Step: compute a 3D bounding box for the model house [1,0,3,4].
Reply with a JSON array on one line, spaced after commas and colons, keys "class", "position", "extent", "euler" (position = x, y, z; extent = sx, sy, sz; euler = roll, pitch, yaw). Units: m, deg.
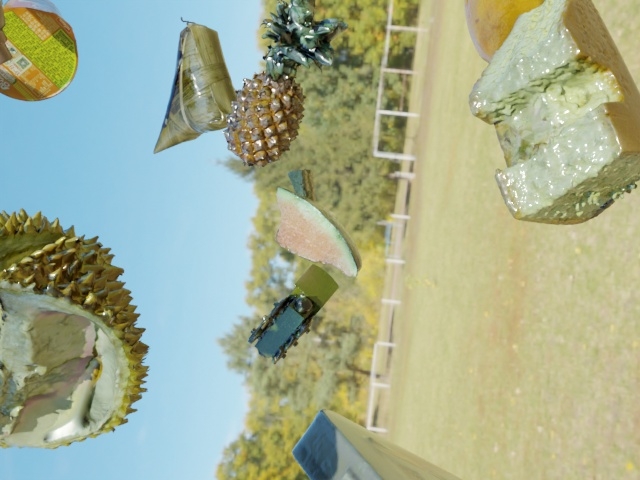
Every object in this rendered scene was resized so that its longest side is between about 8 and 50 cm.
[{"class": "model house", "position": [-0.721, -0.446, 1.319], "extent": [0.194, 0.211, 0.170], "euler": [12, -129, -57]}]

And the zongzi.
[{"class": "zongzi", "position": [-0.256, -0.282, 1.340], "extent": [0.094, 0.205, 0.204], "euler": [-17, -91, -61]}]

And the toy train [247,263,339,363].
[{"class": "toy train", "position": [-0.059, 0.157, 1.487], "extent": [0.137, 0.090, 0.225], "euler": [-48, -2, -43]}]

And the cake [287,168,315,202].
[{"class": "cake", "position": [-0.033, -0.118, 1.842], "extent": [0.051, 0.055, 0.139], "euler": [-18, -93, -57]}]

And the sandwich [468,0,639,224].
[{"class": "sandwich", "position": [0.223, -0.144, 0.696], "extent": [0.122, 0.128, 0.235], "euler": [-35, 64, 44]}]

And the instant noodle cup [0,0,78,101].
[{"class": "instant noodle cup", "position": [-0.511, -0.356, 1.282], "extent": [0.185, 0.169, 0.168], "euler": [-117, 25, -53]}]

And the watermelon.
[{"class": "watermelon", "position": [0.008, -0.006, 1.056], "extent": [0.101, 0.155, 0.080], "euler": [9, -73, -57]}]

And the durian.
[{"class": "durian", "position": [-0.238, 0.075, 0.568], "extent": [0.237, 0.194, 0.137], "euler": [-49, 37, 23]}]

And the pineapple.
[{"class": "pineapple", "position": [-0.046, -0.159, 0.780], "extent": [0.103, 0.083, 0.221], "euler": [-92, 23, -45]}]

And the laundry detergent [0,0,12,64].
[{"class": "laundry detergent", "position": [-0.547, -0.343, 1.017], "extent": [0.171, 0.076, 0.237], "euler": [-35, -61, -28]}]

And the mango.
[{"class": "mango", "position": [0.280, -0.359, 1.103], "extent": [0.109, 0.147, 0.227], "euler": [-35, -42, -23]}]

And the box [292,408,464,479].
[{"class": "box", "position": [0.183, 0.417, 1.026], "extent": [0.111, 0.396, 0.396], "euler": [-58, 26, -1]}]
